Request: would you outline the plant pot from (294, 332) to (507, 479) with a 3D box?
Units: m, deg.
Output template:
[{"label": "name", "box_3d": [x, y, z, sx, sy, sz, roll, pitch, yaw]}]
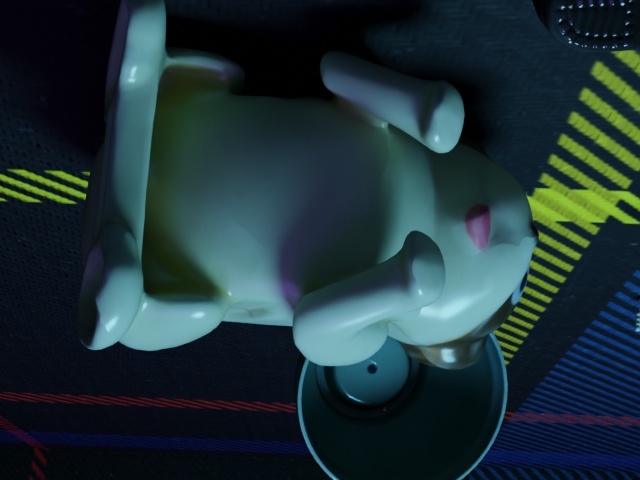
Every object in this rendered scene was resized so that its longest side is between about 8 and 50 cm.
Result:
[{"label": "plant pot", "box_3d": [0.092, 0.198, 1.330, 0.293, 0.293, 0.196, 8, -178, -13]}]

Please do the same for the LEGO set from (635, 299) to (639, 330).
[{"label": "LEGO set", "box_3d": [0.548, 0.083, 1.249, 0.182, 0.060, 0.244, 10, 157, -7]}]

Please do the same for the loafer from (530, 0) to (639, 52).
[{"label": "loafer", "box_3d": [0.250, -0.175, 0.668, 0.220, 0.078, 0.080, 2, 116, -19]}]

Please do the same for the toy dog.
[{"label": "toy dog", "box_3d": [0.000, 0.000, 0.833, 0.408, 0.285, 0.395, 7, 157, -16]}]
